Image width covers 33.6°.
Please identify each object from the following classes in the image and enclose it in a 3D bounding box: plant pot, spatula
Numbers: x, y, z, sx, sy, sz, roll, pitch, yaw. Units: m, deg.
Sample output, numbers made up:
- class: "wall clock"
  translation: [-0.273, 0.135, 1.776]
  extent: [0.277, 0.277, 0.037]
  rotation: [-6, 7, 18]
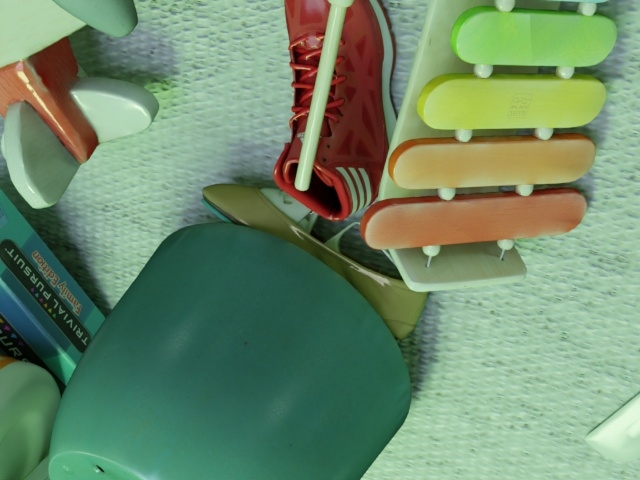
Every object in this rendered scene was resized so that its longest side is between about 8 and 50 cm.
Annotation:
- class: "plant pot"
  translation: [-0.100, 0.170, 0.956]
  extent: [0.293, 0.235, 0.293]
  rotation: [21, 139, 20]
- class: "spatula"
  translation: [0.364, 0.162, 0.894]
  extent: [0.168, 0.019, 0.242]
  rotation: [45, 125, 7]

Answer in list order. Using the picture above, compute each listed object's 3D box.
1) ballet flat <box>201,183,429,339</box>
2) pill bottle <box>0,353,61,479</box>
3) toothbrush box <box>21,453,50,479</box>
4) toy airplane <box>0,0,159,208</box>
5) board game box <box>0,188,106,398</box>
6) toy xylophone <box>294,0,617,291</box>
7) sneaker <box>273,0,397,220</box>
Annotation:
- class: "ballet flat"
  translation: [0.000, 0.000, 0.974]
  extent: [0.232, 0.080, 0.073]
  rotation: [36, 97, 4]
- class: "pill bottle"
  translation: [-0.487, 0.184, 1.078]
  extent: [0.392, 0.224, 0.224]
  rotation: [15, 121, 9]
- class: "toothbrush box"
  translation: [-0.232, 0.338, 1.169]
  extent: [0.122, 0.206, 0.283]
  rotation: [21, 121, 16]
- class: "toy airplane"
  translation: [-0.319, -0.195, 0.903]
  extent: [0.384, 0.272, 0.386]
  rotation: [31, 124, 10]
- class: "board game box"
  translation: [-0.416, 0.086, 1.173]
  extent: [0.336, 0.079, 0.253]
  rotation: [-14, 124, 32]
- class: "toy xylophone"
  translation: [0.107, -0.104, 0.786]
  extent: [0.081, 0.236, 0.322]
  rotation: [-126, 32, -47]
- class: "sneaker"
  translation: [0.006, -0.120, 0.862]
  extent: [0.087, 0.128, 0.221]
  rotation: [-10, 111, 29]
